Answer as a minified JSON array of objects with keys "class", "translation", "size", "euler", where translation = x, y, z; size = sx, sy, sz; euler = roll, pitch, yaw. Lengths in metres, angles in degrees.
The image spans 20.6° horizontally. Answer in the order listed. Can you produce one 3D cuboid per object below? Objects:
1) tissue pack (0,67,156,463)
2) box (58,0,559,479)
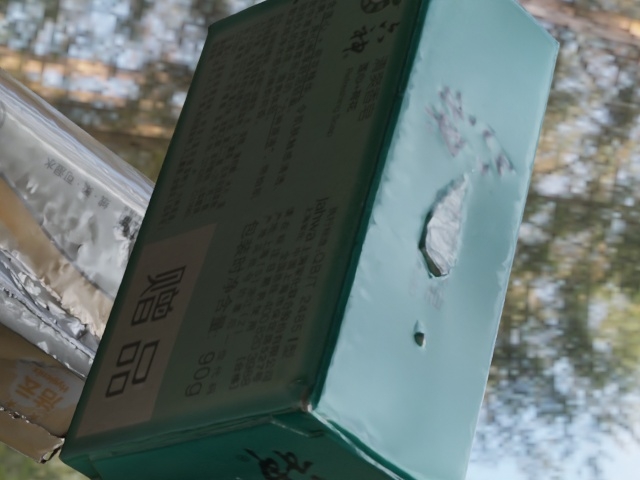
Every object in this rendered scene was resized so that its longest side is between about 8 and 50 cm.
[{"class":"tissue pack","translation":[-0.240,-0.001,1.188],"size":[0.238,0.305,0.239],"euler":[-31,-142,28]},{"class":"box","translation":[0.000,0.000,0.757],"size":[0.153,0.092,0.245],"euler":[-16,-134,43]}]
